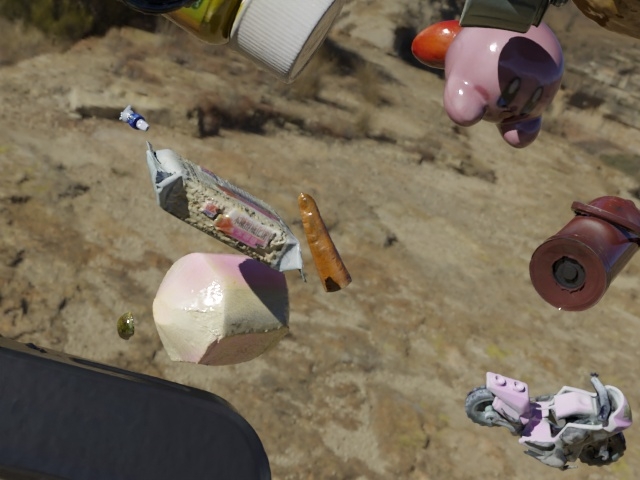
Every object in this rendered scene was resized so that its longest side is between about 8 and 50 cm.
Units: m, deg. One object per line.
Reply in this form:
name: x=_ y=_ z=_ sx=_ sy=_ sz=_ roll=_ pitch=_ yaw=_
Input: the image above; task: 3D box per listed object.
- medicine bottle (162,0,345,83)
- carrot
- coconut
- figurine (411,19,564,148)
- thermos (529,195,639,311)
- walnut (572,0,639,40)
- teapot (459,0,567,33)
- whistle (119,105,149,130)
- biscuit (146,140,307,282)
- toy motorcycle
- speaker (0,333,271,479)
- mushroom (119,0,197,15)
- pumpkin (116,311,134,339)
medicine bottle: x=-0.163 y=-0.439 z=1.379 sx=0.384 sy=0.224 sz=0.224 roll=34 pitch=20 yaw=0
carrot: x=0.000 y=0.000 z=1.649 sx=0.061 sy=0.209 sz=0.061 roll=-20 pitch=18 yaw=7
coconut: x=-0.203 y=0.136 z=1.601 sx=0.245 sy=0.233 sz=0.233 roll=1 pitch=26 yaw=-36
figurine: x=0.343 y=-0.336 z=1.585 sx=0.270 sy=0.211 sz=0.261 roll=19 pitch=37 yaw=-22
thermos: x=0.352 y=0.006 z=1.066 sx=0.099 sy=0.124 sz=0.232 roll=27 pitch=33 yaw=25
walnut: x=0.547 y=-0.474 z=1.343 sx=0.344 sy=0.306 sz=0.306 roll=16 pitch=19 yaw=-11
teapot: x=0.309 y=-0.391 z=1.294 sx=0.149 sy=0.162 sz=0.239 roll=16 pitch=6 yaw=4
whistle: x=-0.340 y=-0.223 z=1.539 sx=0.083 sy=0.033 sz=0.029 roll=33 pitch=3 yaw=35
biscuit: x=-0.157 y=-0.049 z=1.384 sx=0.309 sy=0.079 sz=0.186 roll=29 pitch=14 yaw=-26
toy motorcycle: x=0.447 y=0.324 z=1.586 sx=0.327 sy=0.188 sz=0.143 roll=20 pitch=38 yaw=-5
speaker: x=-0.232 y=0.176 z=0.923 sx=0.388 sy=0.184 sz=0.180 roll=20 pitch=-5 yaw=-15
mushroom: x=-0.198 y=-0.443 z=0.967 sx=0.247 sy=0.344 sz=0.130 roll=-11 pitch=50 yaw=-10
pumpkin: x=-0.404 y=0.179 z=1.719 sx=0.028 sy=0.083 sz=0.050 roll=-5 pitch=66 yaw=-24
